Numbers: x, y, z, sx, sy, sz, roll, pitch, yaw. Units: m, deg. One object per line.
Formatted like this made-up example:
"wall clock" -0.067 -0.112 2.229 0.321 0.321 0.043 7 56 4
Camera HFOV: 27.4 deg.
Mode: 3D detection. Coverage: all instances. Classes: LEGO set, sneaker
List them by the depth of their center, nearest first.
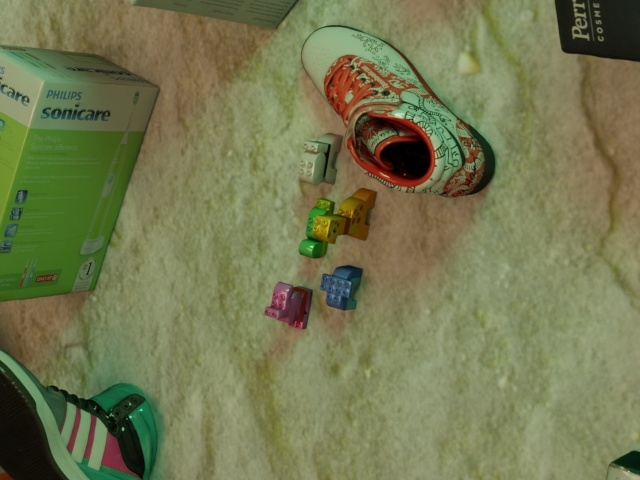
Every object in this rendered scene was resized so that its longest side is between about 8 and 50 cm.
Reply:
"sneaker" 0.054 -0.143 1.372 0.270 0.145 0.090 43 113 22
"LEGO set" 0.000 0.000 1.444 0.087 0.093 0.227 15 101 29
"sneaker" -0.297 0.214 1.585 0.124 0.178 0.295 -17 114 30

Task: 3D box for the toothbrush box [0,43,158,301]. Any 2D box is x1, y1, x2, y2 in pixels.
"toothbrush box" -0.339 -0.080 1.577 0.122 0.206 0.283 30 109 27

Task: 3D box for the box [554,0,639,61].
"box" 0.388 -0.300 1.025 0.396 0.212 0.293 14 132 40

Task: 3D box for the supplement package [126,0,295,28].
"supplement package" -0.140 -0.356 1.405 0.204 0.262 0.145 49 114 19

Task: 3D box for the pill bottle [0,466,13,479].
"pill bottle" -0.539 0.208 1.705 0.224 0.224 0.392 -33 76 28

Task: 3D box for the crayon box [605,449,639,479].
"crayon box" 0.351 0.386 1.267 0.202 0.081 0.318 16 101 29
